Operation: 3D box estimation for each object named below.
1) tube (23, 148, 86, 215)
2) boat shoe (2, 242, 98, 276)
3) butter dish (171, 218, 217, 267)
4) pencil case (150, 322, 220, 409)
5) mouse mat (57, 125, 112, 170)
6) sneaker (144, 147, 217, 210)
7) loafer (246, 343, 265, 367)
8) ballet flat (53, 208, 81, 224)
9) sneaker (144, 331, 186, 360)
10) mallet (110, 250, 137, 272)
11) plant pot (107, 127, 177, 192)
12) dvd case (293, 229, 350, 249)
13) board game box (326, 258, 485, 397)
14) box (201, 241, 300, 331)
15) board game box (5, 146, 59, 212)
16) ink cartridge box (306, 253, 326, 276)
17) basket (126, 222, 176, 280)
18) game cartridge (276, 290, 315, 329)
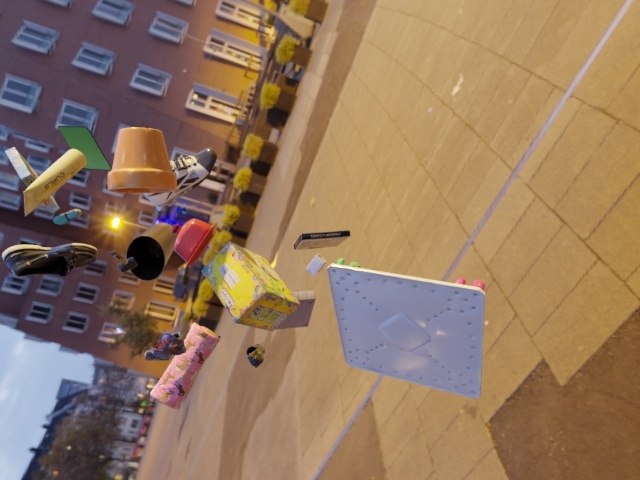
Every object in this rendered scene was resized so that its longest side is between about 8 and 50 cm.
[{"bbox_3d":[-0.747,-0.168,1.357,0.240,0.062,0.070,-71,-34,-48],"label":"tube"},{"bbox_3d":[-0.983,0.085,1.814,0.127,0.340,0.113,-44,66,20],"label":"boat shoe"},{"bbox_3d":[-0.400,-0.010,1.489,0.160,0.118,0.160,-57,8,0],"label":"butter dish"},{"bbox_3d":[-0.618,0.575,2.227,0.385,0.160,0.167,-61,-34,-15],"label":"pencil case"},{"bbox_3d":[-0.853,-0.333,1.763,0.189,0.153,0.007,74,-148,-42],"label":"mouse mat"},{"bbox_3d":[-0.557,-0.269,1.918,0.330,0.146,0.122,-44,47,-7],"label":"sneaker"},{"bbox_3d":[-0.306,0.523,2.276,0.076,0.078,0.223,-42,8,-1],"label":"loafer"},{"bbox_3d":[-0.947,-0.090,1.832,0.041,0.115,0.041,-18,-90,-78],"label":"ballet flat"},{"bbox_3d":[-0.567,0.384,1.764,0.221,0.083,0.086,7,-103,-79],"label":"sneaker"},{"bbox_3d":[-0.684,0.070,1.650,0.039,0.062,0.189,58,174,11],"label":"mallet"},{"bbox_3d":[-0.560,-0.249,1.527,0.205,0.205,0.187,-176,84,-76],"label":"plant pot"},{"bbox_3d":[0.000,0.000,1.829,0.238,0.180,0.029,131,133,-76],"label":"dvd case"},{"bbox_3d":[0.228,0.229,1.280,0.050,0.390,0.389,-54,-37,-44],"label":"board game box"},{"bbox_3d":[-0.280,0.193,1.986,0.177,0.279,0.290,-45,59,7],"label":"box"},{"bbox_3d":[-1.052,-0.218,1.781,0.160,0.039,0.211,48,160,24],"label":"board game box"},{"bbox_3d":[-0.021,0.126,2.471,0.029,0.063,0.115,-21,-26,-49],"label":"ink cartridge box"},{"bbox_3d":[-0.688,0.027,2.024,0.226,0.154,0.204,-86,8,-66],"label":"basket"},{"bbox_3d":[-0.155,0.333,2.295,0.355,0.231,0.068,104,164,-59],"label":"game cartridge"}]
